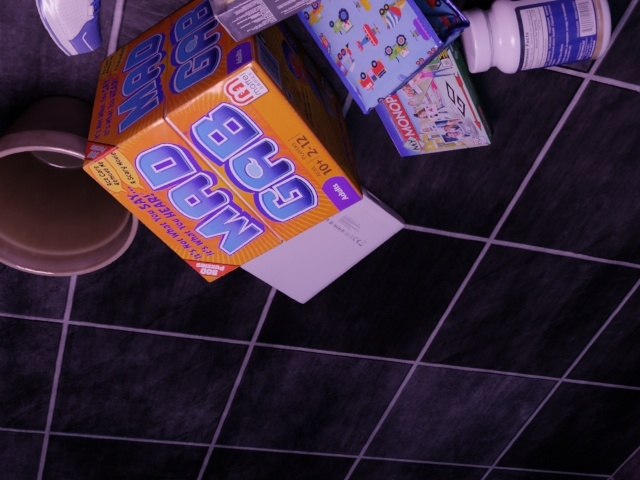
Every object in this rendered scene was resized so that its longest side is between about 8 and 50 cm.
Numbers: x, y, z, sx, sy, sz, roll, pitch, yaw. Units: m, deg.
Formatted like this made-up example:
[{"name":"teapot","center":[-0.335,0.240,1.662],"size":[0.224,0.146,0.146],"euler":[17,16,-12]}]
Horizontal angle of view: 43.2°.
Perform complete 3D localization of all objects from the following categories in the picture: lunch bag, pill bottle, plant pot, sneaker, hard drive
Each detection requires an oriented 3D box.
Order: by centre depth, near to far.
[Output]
[{"name":"sneaker","center":[-0.413,-0.483,1.415],"size":[0.182,0.127,0.315],"euler":[-9,132,2]},{"name":"lunch bag","center":[0.085,-0.423,1.484],"size":[0.293,0.138,0.221],"euler":[50,133,-2]},{"name":"pill bottle","center":[0.419,-0.414,1.595],"size":[0.265,0.153,0.153],"euler":[-9,133,0]},{"name":"plant pot","center":[-0.520,-0.136,1.612],"size":[0.324,0.280,0.323],"euler":[-4,132,-4]},{"name":"hard drive","center":[0.000,0.000,1.982],"size":[0.353,0.047,0.233],"euler":[-39,127,24]}]

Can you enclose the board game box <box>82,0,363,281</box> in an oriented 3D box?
[{"name":"board game box","center":[-0.180,-0.215,1.542],"size":[0.356,0.356,0.356],"euler":[-29,130,17]}]

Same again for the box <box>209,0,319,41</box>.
[{"name":"box","center":[-0.024,-0.545,1.292],"size":[0.395,0.318,0.097],"euler":[-24,157,12]}]

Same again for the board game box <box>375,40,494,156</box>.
[{"name":"board game box","center":[0.208,-0.309,1.673],"size":[0.214,0.046,0.317],"euler":[-5,139,31]}]
